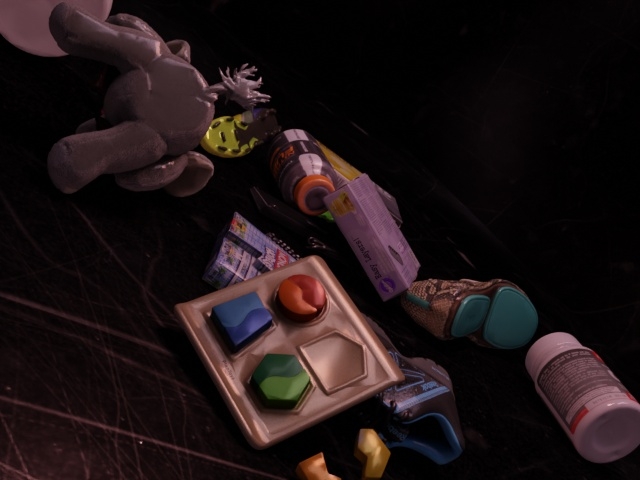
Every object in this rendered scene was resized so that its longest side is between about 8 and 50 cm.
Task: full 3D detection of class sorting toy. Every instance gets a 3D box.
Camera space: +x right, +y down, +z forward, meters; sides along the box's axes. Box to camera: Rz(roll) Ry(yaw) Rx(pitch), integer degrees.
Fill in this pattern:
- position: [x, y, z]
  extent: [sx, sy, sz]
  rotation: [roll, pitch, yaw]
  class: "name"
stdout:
- position: [-0.010, 0.156, 0.992]
  extent: [0.229, 0.041, 0.307]
  rotation: [-18, 58, -31]
  class: "sorting toy"

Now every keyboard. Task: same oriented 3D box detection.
- position: [-0.034, 0.049, 1.505]
  extent: [0.180, 0.023, 0.108]
  rotation: [41, 15, 7]
  class: "keyboard"
- position: [0.000, 0.000, 1.715]
  extent: [0.317, 0.033, 0.201]
  rotation: [29, 12, -30]
  class: "keyboard"

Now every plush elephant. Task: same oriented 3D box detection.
- position: [-0.272, -0.193, 1.287]
  extent: [0.330, 0.255, 0.272]
  rotation: [-6, 82, -24]
  class: "plush elephant"

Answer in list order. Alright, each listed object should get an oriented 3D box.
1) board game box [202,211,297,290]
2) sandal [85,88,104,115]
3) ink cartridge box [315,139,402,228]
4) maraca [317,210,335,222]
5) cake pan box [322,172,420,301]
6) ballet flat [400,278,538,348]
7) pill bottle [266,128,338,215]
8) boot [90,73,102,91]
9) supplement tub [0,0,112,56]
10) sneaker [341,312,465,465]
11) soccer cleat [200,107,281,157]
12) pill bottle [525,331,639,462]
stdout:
- position: [-0.079, 0.058, 1.302]
  extent: [0.194, 0.060, 0.194]
  rotation: [35, 15, -12]
  class: "board game box"
- position: [-0.371, -0.227, 1.514]
  extent: [0.179, 0.040, 0.067]
  rotation: [32, 3, 36]
  class: "sandal"
- position: [0.085, -0.164, 2.322]
  extent: [0.303, 0.072, 0.307]
  rotation: [35, 17, -13]
  class: "ink cartridge box"
- position: [0.078, -0.056, 1.945]
  extent: [0.186, 0.099, 0.127]
  rotation: [9, 19, -8]
  class: "maraca"
- position: [0.115, -0.015, 1.743]
  extent: [0.245, 0.070, 0.267]
  rotation: [61, 15, -3]
  class: "cake pan box"
- position: [0.328, 0.144, 1.861]
  extent: [0.182, 0.164, 0.483]
  rotation: [25, 7, 35]
  class: "ballet flat"
- position: [-0.037, -0.147, 1.863]
  extent: [0.130, 0.130, 0.245]
  rotation: [30, 17, -28]
  class: "pill bottle"
- position: [-0.359, -0.263, 1.546]
  extent: [0.106, 0.037, 0.114]
  rotation: [35, -1, 43]
  class: "boot"
- position: [-0.517, -0.497, 1.556]
  extent: [0.241, 0.241, 0.331]
  rotation: [28, 18, -33]
  class: "supplement tub"
- position: [0.070, 0.196, 1.127]
  extent: [0.341, 0.125, 0.139]
  rotation: [26, 27, -28]
  class: "sneaker"
- position: [-0.196, -0.234, 1.862]
  extent: [0.289, 0.121, 0.093]
  rotation: [-33, 108, -59]
  class: "soccer cleat"
- position: [0.569, 0.332, 1.814]
  extent: [0.161, 0.161, 0.283]
  rotation: [31, 17, -26]
  class: "pill bottle"
